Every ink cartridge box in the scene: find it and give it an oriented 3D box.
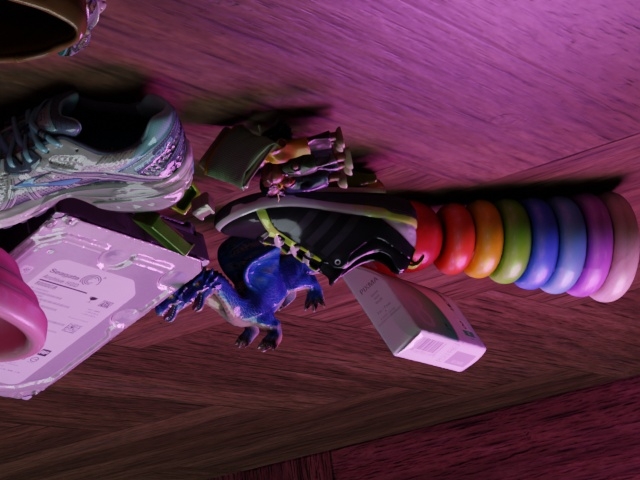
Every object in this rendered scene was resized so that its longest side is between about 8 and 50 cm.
[{"bbox_3d":[0.093,0.054,2.081,0.056,0.225,0.181,-41,152,18],"label":"ink cartridge box"}]

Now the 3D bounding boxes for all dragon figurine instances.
[{"bbox_3d":[-0.068,0.035,2.039,0.289,0.144,0.085,-40,-151,-30],"label":"dragon figurine"}]

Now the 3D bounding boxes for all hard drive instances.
[{"bbox_3d":[-0.323,0.065,1.931,0.339,0.064,0.237,-36,145,27],"label":"hard drive"}]

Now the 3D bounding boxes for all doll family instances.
[{"bbox_3d":[-0.032,-0.080,1.759,0.111,0.076,0.193,-12,168,-5],"label":"doll family"}]

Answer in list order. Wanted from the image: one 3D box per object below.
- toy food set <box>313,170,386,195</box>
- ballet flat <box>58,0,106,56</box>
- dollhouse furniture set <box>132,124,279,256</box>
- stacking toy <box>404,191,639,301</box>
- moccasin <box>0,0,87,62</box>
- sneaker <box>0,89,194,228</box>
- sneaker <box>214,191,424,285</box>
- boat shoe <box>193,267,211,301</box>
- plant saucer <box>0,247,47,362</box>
[{"bbox_3d":[0.008,-0.054,1.952,0.132,0.038,0.192,1,169,-6],"label":"toy food set"},{"bbox_3d":[-0.195,-0.187,1.374,0.041,0.041,0.114,-3,164,-18],"label":"ballet flat"},{"bbox_3d":[-0.119,-0.063,1.677,0.076,0.152,0.058,22,162,50],"label":"dollhouse furniture set"},{"bbox_3d":[0.220,0.002,2.094,0.330,0.141,0.141,3,162,-16],"label":"stacking toy"},{"bbox_3d":[-0.351,-0.154,1.155,0.380,0.147,0.139,-4,148,-15],"label":"moccasin"},{"bbox_3d":[-0.264,-0.092,1.596,0.283,0.110,0.122,-8,146,-7],"label":"sneaker"},{"bbox_3d":[0.000,0.000,1.865,0.234,0.097,0.084,1,168,-5],"label":"sneaker"},{"bbox_3d":[-0.193,0.046,2.155,0.153,0.056,0.048,12,160,-34],"label":"boat shoe"},{"bbox_3d":[-0.437,0.042,1.708,0.332,0.084,0.332,7,162,2],"label":"plant saucer"}]
